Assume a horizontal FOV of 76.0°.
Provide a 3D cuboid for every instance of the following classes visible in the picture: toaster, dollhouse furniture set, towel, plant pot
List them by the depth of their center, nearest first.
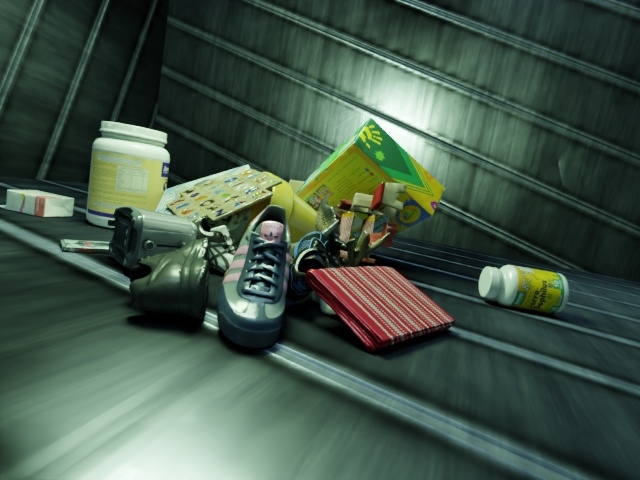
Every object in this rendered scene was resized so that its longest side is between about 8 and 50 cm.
[{"bbox_3d":[0.118,0.115,0.777,0.274,0.031,0.199,2,32,-47],"label":"towel"},{"bbox_3d":[-0.382,-0.004,0.930,0.146,0.129,0.226,9,3,-41],"label":"toaster"},{"bbox_3d":[0.132,-0.044,1.284,0.152,0.202,0.374,10,-9,-3],"label":"dollhouse furniture set"},{"bbox_3d":[-0.135,-0.064,1.366,0.238,0.254,0.254,24,-3,-35],"label":"plant pot"}]

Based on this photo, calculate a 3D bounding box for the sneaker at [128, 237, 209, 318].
[{"bbox_3d":[-0.263,0.054,0.730,0.130,0.109,0.286,1,7,-14],"label":"sneaker"}]

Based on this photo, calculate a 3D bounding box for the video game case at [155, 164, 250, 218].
[{"bbox_3d":[-0.356,-0.138,1.269,0.299,0.036,0.329,-18,27,-3],"label":"video game case"}]

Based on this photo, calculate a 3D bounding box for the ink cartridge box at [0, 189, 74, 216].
[{"bbox_3d":[-0.951,-0.128,1.369,0.198,0.067,0.115,11,8,12],"label":"ink cartridge box"}]

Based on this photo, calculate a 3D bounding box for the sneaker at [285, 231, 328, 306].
[{"bbox_3d":[-0.015,0.042,0.853,0.081,0.090,0.232,44,35,-13],"label":"sneaker"}]

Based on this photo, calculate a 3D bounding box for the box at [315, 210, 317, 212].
[{"bbox_3d":[-0.119,-0.057,1.609,0.299,0.154,0.142,12,6,25],"label":"box"}]

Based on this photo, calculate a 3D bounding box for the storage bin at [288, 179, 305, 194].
[{"bbox_3d":[-0.102,-0.135,1.854,0.123,0.261,0.262,25,1,-23],"label":"storage bin"}]

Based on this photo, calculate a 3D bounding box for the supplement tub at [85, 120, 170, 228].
[{"bbox_3d":[-0.644,-0.212,1.385,0.240,0.332,0.241,10,7,-1],"label":"supplement tub"}]

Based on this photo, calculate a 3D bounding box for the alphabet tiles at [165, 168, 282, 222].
[{"bbox_3d":[-0.280,-0.133,1.169,0.285,0.011,0.342,-28,30,-22],"label":"alphabet tiles"}]

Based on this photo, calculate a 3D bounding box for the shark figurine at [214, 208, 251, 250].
[{"bbox_3d":[-0.281,0.012,1.184,0.116,0.166,0.278,34,-26,-31],"label":"shark figurine"}]

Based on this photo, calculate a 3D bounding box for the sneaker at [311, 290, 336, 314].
[{"bbox_3d":[0.021,0.110,0.829,0.053,0.061,0.152,9,8,-23],"label":"sneaker"}]

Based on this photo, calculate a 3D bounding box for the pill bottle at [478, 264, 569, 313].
[{"bbox_3d":[0.563,0.133,1.149,0.208,0.118,0.117,10,7,1],"label":"pill bottle"}]

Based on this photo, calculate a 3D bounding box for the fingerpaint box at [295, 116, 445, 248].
[{"bbox_3d":[0.169,-0.182,1.548,0.371,0.163,0.444,40,-33,-11],"label":"fingerpaint box"}]

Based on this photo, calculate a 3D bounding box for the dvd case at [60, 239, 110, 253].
[{"bbox_3d":[-0.556,0.015,0.989,0.119,0.013,0.087,4,9,-36],"label":"dvd case"}]

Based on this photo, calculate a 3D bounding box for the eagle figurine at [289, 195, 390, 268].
[{"bbox_3d":[0.000,0.010,1.136,0.226,0.225,0.298,-10,29,-40],"label":"eagle figurine"}]

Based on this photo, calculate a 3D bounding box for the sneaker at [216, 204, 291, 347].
[{"bbox_3d":[-0.103,0.040,0.693,0.112,0.131,0.319,14,24,-13],"label":"sneaker"}]

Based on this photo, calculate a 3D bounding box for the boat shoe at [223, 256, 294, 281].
[{"bbox_3d":[-0.104,0.081,0.860,0.073,0.073,0.206,23,21,32],"label":"boat shoe"}]

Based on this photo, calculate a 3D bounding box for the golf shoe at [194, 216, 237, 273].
[{"bbox_3d":[-0.233,0.017,0.979,0.198,0.094,0.077,29,13,5],"label":"golf shoe"}]

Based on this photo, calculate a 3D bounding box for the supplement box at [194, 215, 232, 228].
[{"bbox_3d":[-0.376,-0.068,1.392,0.104,0.081,0.188,5,-12,-27],"label":"supplement box"}]
